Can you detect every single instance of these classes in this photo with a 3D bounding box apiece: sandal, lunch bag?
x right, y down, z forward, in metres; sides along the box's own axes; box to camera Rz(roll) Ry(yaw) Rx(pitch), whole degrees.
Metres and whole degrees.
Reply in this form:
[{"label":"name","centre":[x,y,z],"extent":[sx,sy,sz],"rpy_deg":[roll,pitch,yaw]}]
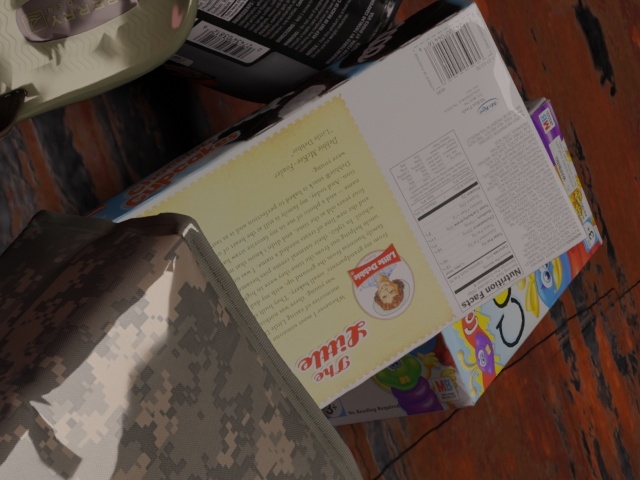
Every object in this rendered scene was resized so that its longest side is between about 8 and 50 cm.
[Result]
[{"label":"sandal","centre":[-0.192,-0.090,0.809],"extent":[0.302,0.086,0.120],"rpy_deg":[-31,110,-19]},{"label":"lunch bag","centre":[-0.112,0.160,0.894],"extent":[0.235,0.169,0.287],"rpy_deg":[-52,125,-31]}]

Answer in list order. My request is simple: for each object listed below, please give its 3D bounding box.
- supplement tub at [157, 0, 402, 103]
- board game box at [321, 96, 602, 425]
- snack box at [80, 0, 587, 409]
[{"label":"supplement tub","centre":[-0.110,-0.220,1.016],"extent":[0.338,0.207,0.207],"rpy_deg":[17,66,-50]},{"label":"board game box","centre":[0.094,0.013,1.273],"extent":[0.275,0.144,0.142],"rpy_deg":[-41,113,-50]},{"label":"snack box","centre":[0.000,0.000,1.056],"extent":[0.322,0.060,0.187],"rpy_deg":[-32,110,-10]}]
